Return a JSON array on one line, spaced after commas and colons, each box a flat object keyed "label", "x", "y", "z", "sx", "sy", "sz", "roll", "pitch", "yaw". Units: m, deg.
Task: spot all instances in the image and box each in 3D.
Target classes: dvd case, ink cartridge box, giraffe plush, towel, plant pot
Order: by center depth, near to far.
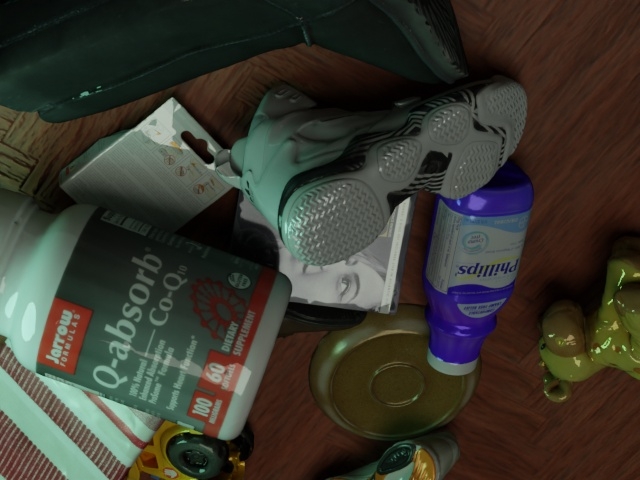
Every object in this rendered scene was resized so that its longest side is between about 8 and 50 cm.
[{"label": "ink cartridge box", "x": -0.203, "y": -0.081, "z": 1.811, "sx": 0.179, "sy": 0.045, "sz": 0.145, "roll": -38, "pitch": 119, "yaw": 11}, {"label": "dvd case", "x": 0.000, "y": 0.000, "z": 1.857, "sx": 0.221, "sy": 0.018, "sz": 0.164, "roll": 7, "pitch": 103, "yaw": -10}, {"label": "giraffe plush", "x": 0.354, "y": 0.116, "z": 1.917, "sx": 0.170, "sy": 0.181, "sz": 0.210, "roll": -12, "pitch": 109, "yaw": 18}, {"label": "towel", "x": -0.336, "y": 0.229, "z": 1.935, "sx": 0.237, "sy": 0.037, "sz": 0.329, "roll": 44, "pitch": 119, "yaw": 14}, {"label": "plant pot", "x": 0.102, "y": 0.188, "z": 2.022, "sx": 0.236, "sy": 0.032, "sz": 0.236, "roll": -2, "pitch": 124, "yaw": -3}]

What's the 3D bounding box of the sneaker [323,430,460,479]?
[{"label": "sneaker", "x": 0.096, "y": 0.343, "z": 2.095, "sx": 0.262, "sy": 0.121, "sz": 0.099, "roll": -32, "pitch": 80, "yaw": 39}]

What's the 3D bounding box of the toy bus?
[{"label": "toy bus", "x": -0.206, "y": 0.269, "z": 1.998, "sx": 0.211, "sy": 0.149, "sz": 0.220, "roll": 2, "pitch": 128, "yaw": 10}]

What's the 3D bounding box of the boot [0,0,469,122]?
[{"label": "boot", "x": -0.100, "y": -0.213, "z": 1.640, "sx": 0.445, "sy": 0.146, "sz": 0.367, "roll": -20, "pitch": 152, "yaw": 20}]

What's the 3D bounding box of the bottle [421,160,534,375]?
[{"label": "bottle", "x": 0.186, "y": 0.038, "z": 1.873, "sx": 0.118, "sy": 0.092, "sz": 0.282, "roll": -5, "pitch": 123, "yaw": -21}]

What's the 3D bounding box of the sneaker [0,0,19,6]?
[{"label": "sneaker", "x": -0.381, "y": -0.315, "z": 1.593, "sx": 0.385, "sy": 0.145, "sz": 0.147, "roll": -36, "pitch": 88, "yaw": 23}]

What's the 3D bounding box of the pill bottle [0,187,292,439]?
[{"label": "pill bottle", "x": -0.233, "y": 0.080, "z": 1.750, "sx": 0.363, "sy": 0.210, "sz": 0.210, "roll": 19, "pitch": 122, "yaw": -1}]

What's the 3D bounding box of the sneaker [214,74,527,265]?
[{"label": "sneaker", "x": 0.057, "y": -0.121, "z": 1.742, "sx": 0.366, "sy": 0.210, "sz": 0.137, "roll": -31, "pitch": 135, "yaw": -26}]

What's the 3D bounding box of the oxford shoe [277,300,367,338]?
[{"label": "oxford shoe", "x": -0.055, "y": 0.089, "z": 1.923, "sx": 0.227, "sy": 0.082, "sz": 0.096, "roll": 5, "pitch": 141, "yaw": -6}]
